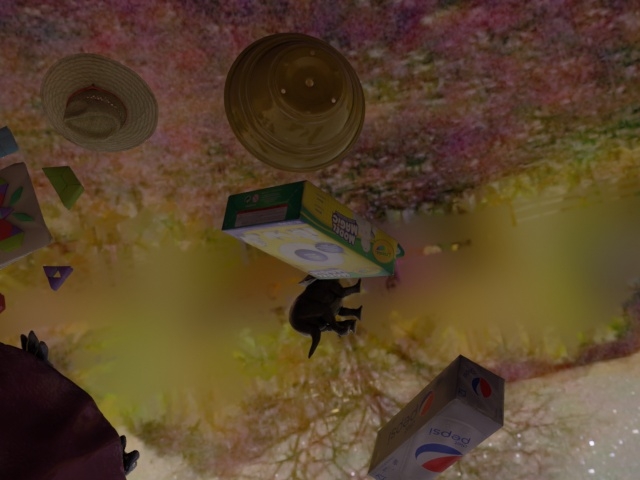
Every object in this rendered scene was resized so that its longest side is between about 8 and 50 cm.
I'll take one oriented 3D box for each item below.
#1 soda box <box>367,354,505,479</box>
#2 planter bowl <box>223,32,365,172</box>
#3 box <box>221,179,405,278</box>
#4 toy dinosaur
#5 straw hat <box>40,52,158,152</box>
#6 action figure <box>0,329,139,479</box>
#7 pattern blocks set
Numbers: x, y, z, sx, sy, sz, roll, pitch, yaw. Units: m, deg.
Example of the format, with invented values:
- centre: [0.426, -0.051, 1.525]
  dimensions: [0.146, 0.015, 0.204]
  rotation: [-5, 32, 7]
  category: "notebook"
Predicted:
- centre: [0.190, 0.321, 1.012]
  dimensions: [0.286, 0.091, 0.098]
  rotation: [-57, -175, 39]
  category: "soda box"
- centre: [-0.025, -0.212, 0.856]
  dimensions: [0.217, 0.217, 0.090]
  rotation: [-11, 177, -16]
  category: "planter bowl"
- centre: [0.000, 0.000, 0.607]
  dimensions: [0.105, 0.043, 0.179]
  rotation: [-7, 157, 39]
  category: "box"
- centre: [0.000, 0.147, 1.278]
  dimensions: [0.160, 0.313, 0.121]
  rotation: [6, 135, 16]
  category: "toy dinosaur"
- centre: [-0.276, -0.153, 0.734]
  dimensions: [0.144, 0.144, 0.061]
  rotation: [-13, -142, 6]
  category: "straw hat"
- centre: [-0.347, 0.251, 0.484]
  dimensions: [0.370, 0.248, 0.276]
  rotation: [-47, 160, -49]
  category: "action figure"
- centre: [-0.514, -0.030, 0.942]
  dimensions: [0.285, 0.325, 0.026]
  rotation: [-39, 160, -16]
  category: "pattern blocks set"
